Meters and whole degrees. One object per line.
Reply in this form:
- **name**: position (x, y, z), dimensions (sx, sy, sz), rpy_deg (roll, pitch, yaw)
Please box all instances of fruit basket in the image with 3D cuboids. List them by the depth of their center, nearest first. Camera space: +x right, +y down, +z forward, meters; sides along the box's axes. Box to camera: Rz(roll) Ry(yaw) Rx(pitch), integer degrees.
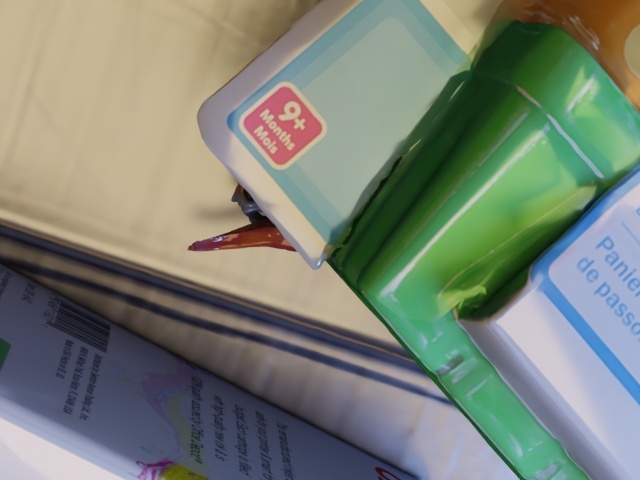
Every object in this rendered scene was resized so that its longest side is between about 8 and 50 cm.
- **fruit basket**: position (0.190, -0.035, 0.651), dimensions (0.353, 0.165, 0.327), rpy_deg (-39, 101, 5)

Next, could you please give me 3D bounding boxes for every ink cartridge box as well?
- **ink cartridge box**: position (-0.085, 0.120, 0.764), dimensions (0.278, 0.201, 0.117), rpy_deg (28, 98, -8)

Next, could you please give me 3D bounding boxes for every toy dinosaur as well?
- **toy dinosaur**: position (0.000, 0.000, 0.819), dimensions (0.082, 0.047, 0.090), rpy_deg (31, 65, 18)
